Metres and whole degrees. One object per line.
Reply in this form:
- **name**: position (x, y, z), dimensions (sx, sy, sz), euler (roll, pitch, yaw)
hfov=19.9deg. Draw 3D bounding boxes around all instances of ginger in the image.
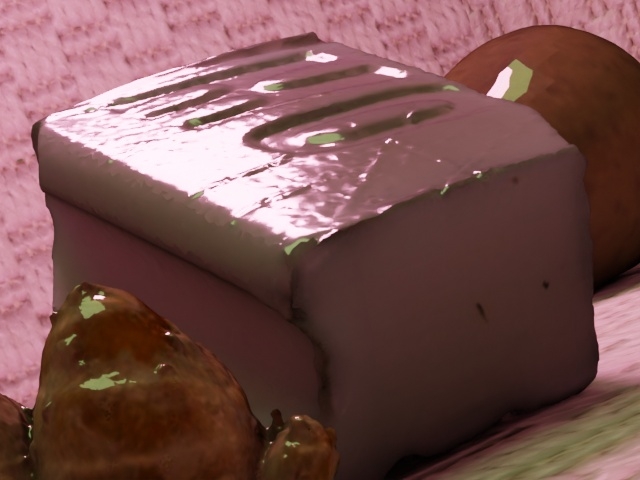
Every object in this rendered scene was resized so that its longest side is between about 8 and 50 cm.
- **ginger**: position (-0.175, 0.147, 1.118), dimensions (0.375, 0.256, 0.176), euler (-6, 7, 6)

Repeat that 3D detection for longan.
- **longan**: position (0.256, -0.082, 2.142), dimensions (0.361, 0.361, 0.361), euler (-20, 1, 0)

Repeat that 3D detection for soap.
- **soap**: position (0.000, 0.000, 1.434), dimensions (0.350, 0.213, 0.435), euler (-16, 24, -29)

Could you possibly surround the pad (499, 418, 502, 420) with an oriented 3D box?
- **pad**: position (0.004, 0.165, 1.394), dimensions (0.235, 0.003, 0.158), euler (-12, -3, -24)
